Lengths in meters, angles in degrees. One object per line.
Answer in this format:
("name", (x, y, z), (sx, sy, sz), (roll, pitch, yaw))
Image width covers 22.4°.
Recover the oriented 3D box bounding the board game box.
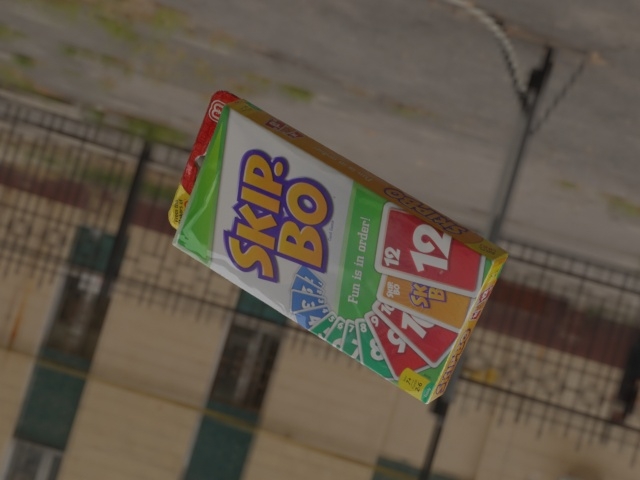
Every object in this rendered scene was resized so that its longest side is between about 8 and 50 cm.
("board game box", (0.000, 0.000, 1.184), (0.259, 0.124, 0.039), (32, -156, 21))
